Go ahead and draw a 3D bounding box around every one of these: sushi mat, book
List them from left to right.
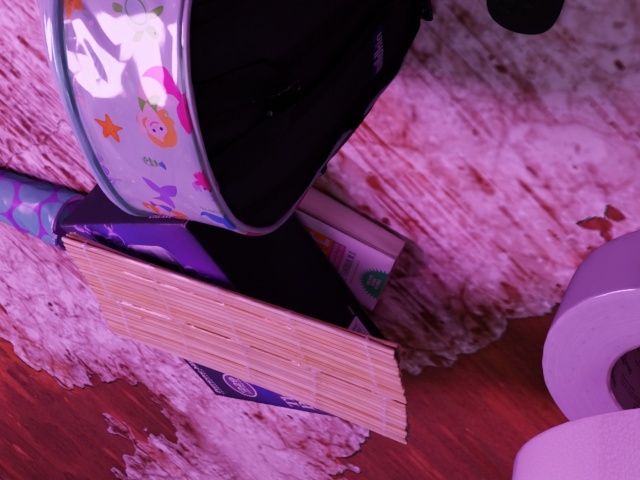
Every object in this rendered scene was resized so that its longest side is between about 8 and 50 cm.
[{"bbox_3d":[-0.070,0.084,0.793,0.317,0.019,0.151,17,144,20],"label":"sushi mat"},{"bbox_3d":[0.000,0.000,0.853,0.144,0.035,0.096,28,146,8],"label":"book"}]

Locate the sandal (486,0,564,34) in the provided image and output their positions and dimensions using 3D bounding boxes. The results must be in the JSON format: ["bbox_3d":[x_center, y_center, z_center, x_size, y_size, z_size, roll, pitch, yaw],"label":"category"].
[{"bbox_3d":[0.130,-0.196,0.548,0.067,0.040,0.179,19,138,20],"label":"sandal"}]

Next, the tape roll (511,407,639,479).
[{"bbox_3d":[0.339,0.228,0.697,0.392,0.072,0.392,11,151,6],"label":"tape roll"}]

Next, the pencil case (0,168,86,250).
[{"bbox_3d":[-0.330,-0.036,1.028,0.152,0.064,0.070,18,113,22],"label":"pencil case"}]

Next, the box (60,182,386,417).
[{"bbox_3d":[-0.086,0.042,0.866,0.184,0.103,0.261,3,138,45],"label":"box"}]

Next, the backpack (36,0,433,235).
[{"bbox_3d":[-0.058,-0.134,0.564,0.191,0.253,0.225,9,135,21],"label":"backpack"}]

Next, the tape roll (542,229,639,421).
[{"bbox_3d":[0.286,0.095,0.703,0.219,0.072,0.219,21,139,19],"label":"tape roll"}]
